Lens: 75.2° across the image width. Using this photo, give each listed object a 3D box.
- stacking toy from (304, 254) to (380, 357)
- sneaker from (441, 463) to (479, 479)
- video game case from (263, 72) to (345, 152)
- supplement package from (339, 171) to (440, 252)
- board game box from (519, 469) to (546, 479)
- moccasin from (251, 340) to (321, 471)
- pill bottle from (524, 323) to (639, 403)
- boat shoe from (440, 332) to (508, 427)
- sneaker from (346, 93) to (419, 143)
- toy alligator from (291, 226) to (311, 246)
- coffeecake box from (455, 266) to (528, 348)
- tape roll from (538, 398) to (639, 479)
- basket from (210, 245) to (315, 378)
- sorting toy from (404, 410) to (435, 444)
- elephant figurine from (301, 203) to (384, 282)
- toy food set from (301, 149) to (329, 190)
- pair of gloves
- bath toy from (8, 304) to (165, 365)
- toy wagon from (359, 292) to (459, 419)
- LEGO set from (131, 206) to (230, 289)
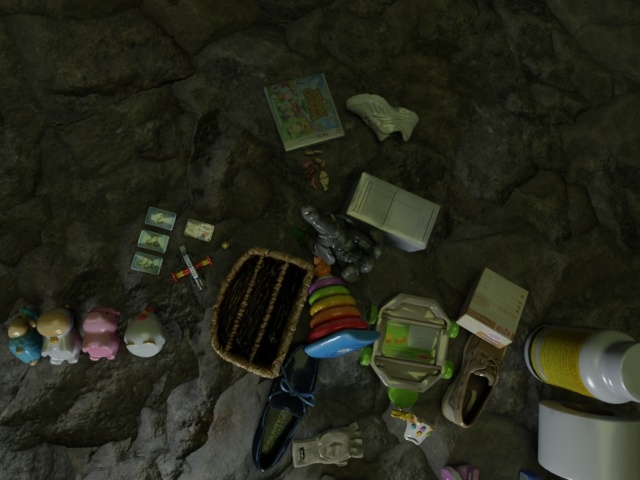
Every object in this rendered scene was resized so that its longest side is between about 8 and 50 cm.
[{"bbox_3d":[0.026,0.160,1.152,0.175,0.166,0.301,16,52,-48],"label":"stacking toy"},{"bbox_3d":[0.431,0.739,1.164,0.105,0.095,0.236,-15,84,-18],"label":"sneaker"},{"bbox_3d":[-0.048,-0.390,1.266,0.194,0.023,0.212,-18,86,-11],"label":"video game case"},{"bbox_3d":[0.193,-0.078,1.206,0.244,0.134,0.138,24,80,-5],"label":"supplement package"},{"bbox_3d":[0.608,0.778,1.148,0.047,0.160,0.210,12,82,-8],"label":"board game box"},{"bbox_3d":[-0.079,0.443,1.106,0.138,0.117,0.341,18,80,-6],"label":"moccasin"},{"bbox_3d":[0.740,0.332,1.136,0.188,0.334,0.187,1,83,-8],"label":"pill bottle"},{"bbox_3d":[0.473,0.377,1.203,0.122,0.110,0.340,29,79,-4],"label":"boat shoe"},{"bbox_3d":[0.182,-0.364,1.268,0.233,0.090,0.115,18,84,-5],"label":"sneaker"},{"bbox_3d":[0.000,0.000,1.213,0.190,0.056,0.051,9,118,-23],"label":"toy alligator"},{"bbox_3d":[0.500,0.194,1.209,0.143,0.068,0.185,32,58,9],"label":"coffeecake box"},{"bbox_3d":[0.742,0.555,1.155,0.247,0.246,0.168,6,81,-8],"label":"tape roll"},{"bbox_3d":[-0.165,0.168,1.076,0.214,0.223,0.298,22,81,-6],"label":"basket"},{"bbox_3d":[0.280,0.547,1.193,0.083,0.045,0.075,28,99,-4],"label":"sorting toy"},{"bbox_3d":[0.038,-0.014,1.111,0.240,0.186,0.169,34,42,-7],"label":"elephant figurine"},{"bbox_3d":[-0.017,-0.208,1.251,0.078,0.019,0.122,-4,91,-9],"label":"toy food set"},{"bbox_3d":[0.032,0.634,1.136,0.205,0.042,0.239,-10,89,-14],"label":"pair of gloves"},{"bbox_3d":[-0.576,0.226,1.060,0.349,0.151,0.128,0,48,-9],"label":"bath toy"},{"bbox_3d":[0.248,0.330,1.198,0.268,0.068,0.343,12,82,-7],"label":"toy wagon"},{"bbox_3d":[-0.381,0.024,1.147,0.245,0.060,0.182,16,84,-7],"label":"LEGO set"}]
